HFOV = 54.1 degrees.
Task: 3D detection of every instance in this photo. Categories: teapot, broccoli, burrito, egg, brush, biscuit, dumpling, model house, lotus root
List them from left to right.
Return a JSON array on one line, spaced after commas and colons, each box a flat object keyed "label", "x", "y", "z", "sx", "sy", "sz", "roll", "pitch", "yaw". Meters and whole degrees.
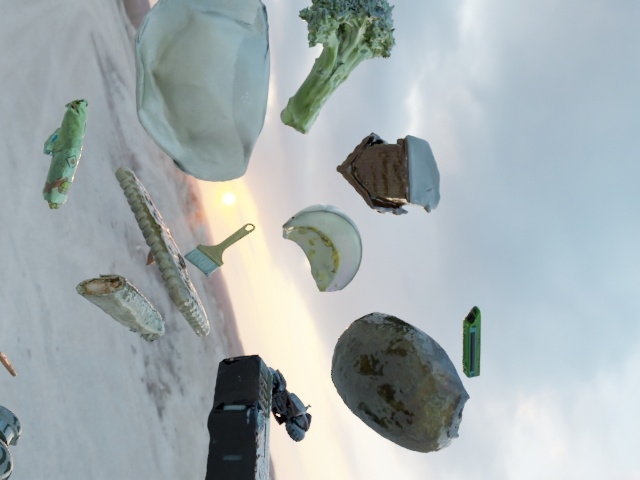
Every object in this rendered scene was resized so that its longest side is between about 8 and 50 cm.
[{"label": "teapot", "x": -0.527, "y": 0.299, "z": 0.923, "sx": 0.166, "sy": 0.130, "sz": 0.119, "roll": 45, "pitch": 21, "yaw": -20}, {"label": "biscuit", "x": -0.827, "y": 0.318, "z": 1.646, "sx": 0.091, "sy": 0.015, "sz": 0.078, "roll": 57, "pitch": -23, "yaw": -10}, {"label": "burrito", "x": -0.653, "y": -0.224, "z": 1.574, "sx": 0.054, "sy": 0.104, "sz": 0.288, "roll": 0, "pitch": 111, "yaw": -68}, {"label": "burrito", "x": -0.389, "y": 0.136, "z": 1.263, "sx": 0.226, "sy": 0.087, "sz": 0.060, "roll": 62, "pitch": 11, "yaw": -51}, {"label": "biscuit", "x": -0.302, "y": 0.022, "z": 1.222, "sx": 0.325, "sy": 0.044, "sz": 0.217, "roll": 59, "pitch": -9, "yaw": 25}, {"label": "dumpling", "x": -0.219, "y": -0.286, "z": 1.155, "sx": 0.181, "sy": 0.260, "sz": 0.341, "roll": 55, "pitch": -46, "yaw": 40}, {"label": "brush", "x": -0.235, "y": 0.010, "z": 1.553, "sx": 0.083, "sy": 0.205, "sz": 0.011, "roll": 37, "pitch": -39, "yaw": 19}, {"label": "egg", "x": 0.018, "y": -0.006, "z": 1.877, "sx": 0.271, "sy": 0.206, "sz": 0.162, "roll": 51, "pitch": 13, "yaw": -17}, {"label": "broccoli", "x": 0.050, "y": -0.498, "z": 1.700, "sx": 0.275, "sy": 0.353, "sz": 0.397, "roll": 48, "pitch": -37, "yaw": 38}, {"label": "model house", "x": 0.185, "y": -0.176, "z": 1.696, "sx": 0.199, "sy": 0.229, "sz": 0.219, "roll": -3, "pitch": 98, "yaw": -57}, {"label": "lotus root", "x": 0.145, "y": 0.285, "z": 1.290, "sx": 0.314, "sy": 0.142, "sz": 0.210, "roll": 30, "pitch": -60, "yaw": 49}]

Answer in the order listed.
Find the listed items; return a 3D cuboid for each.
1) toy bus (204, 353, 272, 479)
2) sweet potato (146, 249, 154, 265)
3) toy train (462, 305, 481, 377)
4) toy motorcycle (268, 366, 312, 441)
[{"label": "toy bus", "x": -0.131, "y": 0.379, "z": 0.982, "sx": 0.092, "sy": 0.093, "sz": 0.408, "roll": 66, "pitch": 19, "yaw": -50}, {"label": "sweet potato", "x": -0.460, "y": 0.029, "z": 1.749, "sx": 0.095, "sy": 0.034, "sz": 0.034, "roll": -65, "pitch": -177, "yaw": -11}, {"label": "toy train", "x": 0.403, "y": 0.272, "z": 1.685, "sx": 0.044, "sy": 0.042, "sz": 0.209, "roll": -123, "pitch": -156, "yaw": -63}, {"label": "toy motorcycle", "x": -0.085, "y": 0.431, "z": 1.664, "sx": 0.213, "sy": 0.082, "sz": 0.122, "roll": 61, "pitch": 10, "yaw": 22}]
